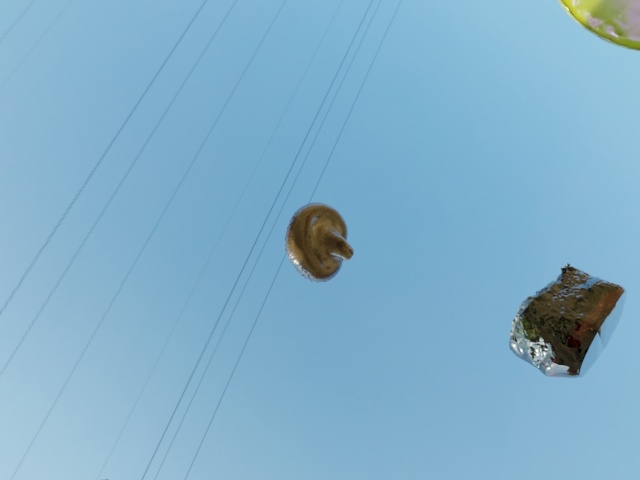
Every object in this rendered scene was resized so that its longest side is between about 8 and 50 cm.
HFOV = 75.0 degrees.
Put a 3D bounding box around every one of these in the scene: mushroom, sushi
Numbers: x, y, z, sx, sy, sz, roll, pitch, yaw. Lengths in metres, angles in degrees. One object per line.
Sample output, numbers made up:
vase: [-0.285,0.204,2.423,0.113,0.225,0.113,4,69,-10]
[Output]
mushroom: [-0.003,0.003,0.661,0.109,0.085,0.126,23,-115,-3]
sushi: [0.460,0.151,0.778,0.225,0.126,0.136,-33,-53,-28]

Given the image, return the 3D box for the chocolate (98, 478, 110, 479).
chocolate: [-0.278,0.504,0.574,0.162,0.445,0.162,-12,-69,-32]

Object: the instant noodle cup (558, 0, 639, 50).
instant noodle cup: [0.351,-0.335,0.405,0.264,0.264,0.200,35,-143,-1]
